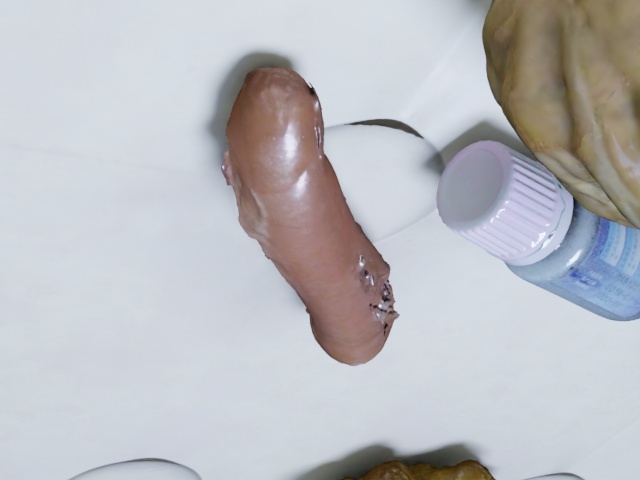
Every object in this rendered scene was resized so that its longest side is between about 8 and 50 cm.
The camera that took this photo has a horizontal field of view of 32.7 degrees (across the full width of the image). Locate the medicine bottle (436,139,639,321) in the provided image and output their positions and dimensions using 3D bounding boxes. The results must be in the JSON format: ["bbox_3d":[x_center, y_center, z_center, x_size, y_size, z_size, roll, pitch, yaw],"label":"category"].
[{"bbox_3d":[0.168,-0.005,0.769,0.203,0.083,0.083,22,134,-41],"label":"medicine bottle"}]

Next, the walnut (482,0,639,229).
[{"bbox_3d":[0.197,-0.088,0.564,0.198,0.198,0.245,-33,132,28],"label":"walnut"}]

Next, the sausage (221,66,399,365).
[{"bbox_3d":[-0.001,0.000,0.737,0.078,0.078,0.304,-16,146,7],"label":"sausage"}]

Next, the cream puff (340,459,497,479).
[{"bbox_3d":[0.071,0.321,1.157,0.241,0.155,0.269,12,133,-38],"label":"cream puff"}]
